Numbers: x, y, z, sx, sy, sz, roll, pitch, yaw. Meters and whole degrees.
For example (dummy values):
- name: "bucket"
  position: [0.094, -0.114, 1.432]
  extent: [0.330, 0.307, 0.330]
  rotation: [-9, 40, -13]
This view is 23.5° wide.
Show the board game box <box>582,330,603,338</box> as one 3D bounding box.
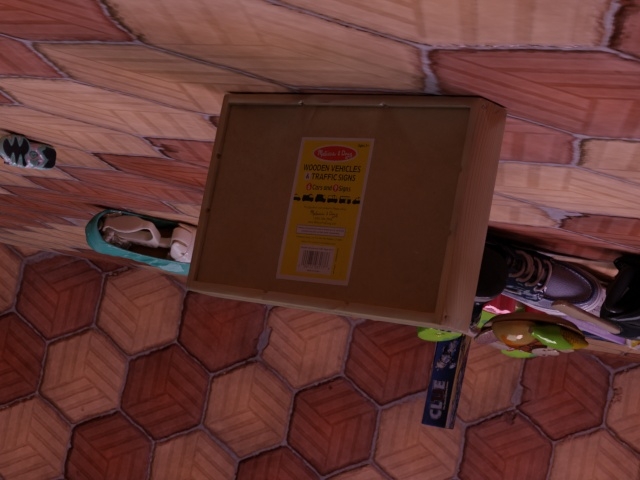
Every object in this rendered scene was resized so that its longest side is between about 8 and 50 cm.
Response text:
- name: "board game box"
  position: [0.528, 0.142, 2.398]
  extent: [0.194, 0.060, 0.194]
  rotation: [15, 173, -42]

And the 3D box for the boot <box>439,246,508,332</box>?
- name: "boot"
  position: [0.099, 0.041, 1.846]
  extent: [0.236, 0.085, 0.178]
  rotation: [18, 161, 4]

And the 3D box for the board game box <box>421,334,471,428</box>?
- name: "board game box"
  position: [0.220, 0.194, 2.585]
  extent: [0.042, 0.243, 0.165]
  rotation: [10, 174, 11]

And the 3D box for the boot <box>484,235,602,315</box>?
- name: "boot"
  position: [0.252, 0.042, 1.886]
  extent: [0.190, 0.069, 0.086]
  rotation: [14, 171, 11]

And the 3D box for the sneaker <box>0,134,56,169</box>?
- name: "sneaker"
  position: [-0.367, -0.104, 1.820]
  extent: [0.069, 0.038, 0.098]
  rotation: [7, 173, 29]

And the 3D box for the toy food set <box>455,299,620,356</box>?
- name: "toy food set"
  position: [0.247, 0.118, 1.818]
  extent: [0.132, 0.039, 0.192]
  rotation: [23, 156, -37]

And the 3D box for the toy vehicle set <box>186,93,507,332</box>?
- name: "toy vehicle set"
  position: [0.013, -0.027, 1.177]
  extent: [0.267, 0.166, 0.035]
  rotation: [6, 172, 43]

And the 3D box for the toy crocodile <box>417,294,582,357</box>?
- name: "toy crocodile"
  position: [0.229, 0.084, 2.155]
  extent: [0.340, 0.115, 0.105]
  rotation: [11, 155, -15]

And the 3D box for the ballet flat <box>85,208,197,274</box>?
- name: "ballet flat"
  position: [-0.258, 0.002, 2.480]
  extent: [0.247, 0.083, 0.087]
  rotation: [10, 160, -4]

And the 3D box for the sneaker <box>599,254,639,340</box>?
- name: "sneaker"
  position: [0.373, 0.066, 1.834]
  extent: [0.130, 0.087, 0.227]
  rotation: [15, 171, -18]

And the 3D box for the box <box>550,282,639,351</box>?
- name: "box"
  position: [0.392, 0.098, 2.099]
  extent: [0.067, 0.063, 0.324]
  rotation: [31, -174, 39]
